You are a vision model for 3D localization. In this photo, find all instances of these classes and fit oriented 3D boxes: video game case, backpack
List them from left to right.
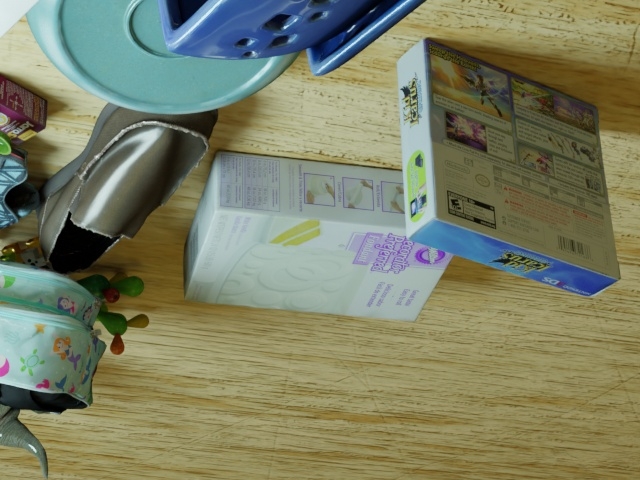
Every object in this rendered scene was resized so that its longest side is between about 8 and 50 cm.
[{"bbox_3d":[-0.391,0.123,2.064,0.225,0.191,0.253,11,177,7],"label":"backpack"},{"bbox_3d":[0.216,-0.082,1.902,0.269,0.244,0.061,18,145,-29],"label":"video game case"}]

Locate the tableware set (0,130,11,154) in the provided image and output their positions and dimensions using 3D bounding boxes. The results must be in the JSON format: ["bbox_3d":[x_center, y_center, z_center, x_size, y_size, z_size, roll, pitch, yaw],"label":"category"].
[{"bbox_3d":[-0.433,-0.140,1.914,0.154,0.024,0.104,39,148,-15],"label":"tableware set"}]

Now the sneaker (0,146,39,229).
[{"bbox_3d":[-0.421,-0.034,2.086,0.125,0.104,0.262,4,149,-13],"label":"sneaker"}]

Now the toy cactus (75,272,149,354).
[{"bbox_3d":[-0.353,0.095,2.323,0.180,0.112,0.219,35,143,-31],"label":"toy cactus"}]

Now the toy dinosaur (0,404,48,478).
[{"bbox_3d":[-0.478,0.207,2.392,0.160,0.313,0.121,-21,-179,-8],"label":"toy dinosaur"}]

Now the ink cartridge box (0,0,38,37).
[{"bbox_3d":[-0.317,-0.312,1.461,0.114,0.273,0.198,21,142,-33],"label":"ink cartridge box"}]

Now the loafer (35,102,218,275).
[{"bbox_3d":[-0.237,-0.062,2.021,0.133,0.130,0.366,15,145,-27],"label":"loafer"}]

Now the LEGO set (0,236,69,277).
[{"bbox_3d":[-0.426,0.061,2.230,0.227,0.087,0.093,-15,106,17],"label":"LEGO set"}]

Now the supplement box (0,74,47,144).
[{"bbox_3d":[-0.372,-0.155,1.942,0.055,0.043,0.083,-26,142,34],"label":"supplement box"}]

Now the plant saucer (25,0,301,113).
[{"bbox_3d":[-0.157,-0.242,1.756,0.317,0.044,0.318,-3,139,-3],"label":"plant saucer"}]

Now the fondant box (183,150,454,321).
[{"bbox_3d":[0.000,0.000,2.173,0.330,0.096,0.238,5,148,-13],"label":"fondant box"}]

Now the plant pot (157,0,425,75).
[{"bbox_3d":[-0.012,-0.304,1.543,0.212,0.236,0.236,13,146,-37],"label":"plant pot"}]
